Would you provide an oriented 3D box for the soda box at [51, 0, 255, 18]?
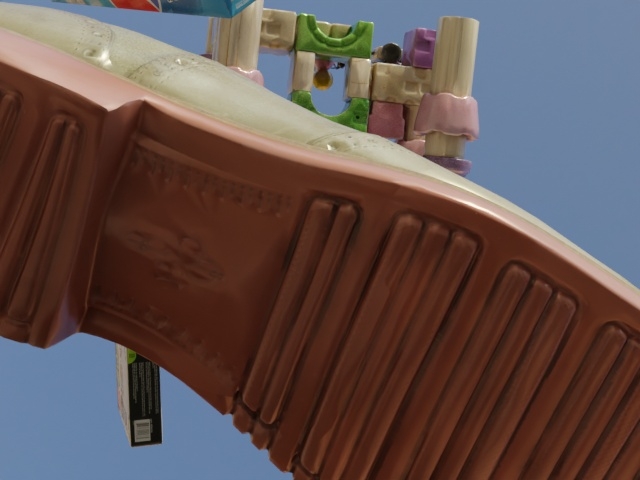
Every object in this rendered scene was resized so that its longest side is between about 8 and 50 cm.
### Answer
[{"bbox_3d":[-0.125,-0.215,1.142,0.210,0.071,0.067,12,-47,42],"label":"soda box"}]

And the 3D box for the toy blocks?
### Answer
[{"bbox_3d":[0.000,-0.103,1.620,0.289,0.309,0.260,6,-90,-11],"label":"toy blocks"}]

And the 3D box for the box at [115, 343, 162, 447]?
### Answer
[{"bbox_3d":[-0.197,0.103,1.644,0.036,0.114,0.207,-4,-72,-13],"label":"box"}]

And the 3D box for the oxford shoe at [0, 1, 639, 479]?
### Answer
[{"bbox_3d":[0.000,0.000,0.605,0.397,0.146,0.140,27,-65,-3],"label":"oxford shoe"}]
